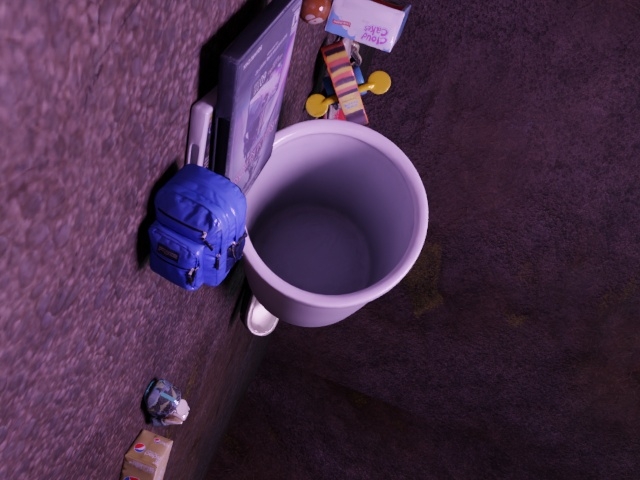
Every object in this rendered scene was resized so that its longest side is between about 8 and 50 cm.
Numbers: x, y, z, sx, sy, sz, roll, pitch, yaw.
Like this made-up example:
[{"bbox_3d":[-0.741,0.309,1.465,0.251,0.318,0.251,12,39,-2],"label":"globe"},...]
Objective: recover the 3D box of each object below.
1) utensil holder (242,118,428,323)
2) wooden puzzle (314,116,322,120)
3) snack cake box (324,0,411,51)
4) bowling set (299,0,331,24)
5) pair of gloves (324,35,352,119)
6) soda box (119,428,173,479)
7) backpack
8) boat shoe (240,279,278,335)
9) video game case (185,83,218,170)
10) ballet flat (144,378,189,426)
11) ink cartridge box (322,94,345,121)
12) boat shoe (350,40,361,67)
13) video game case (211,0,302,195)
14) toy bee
[{"bbox_3d":[0.000,0.000,1.047,0.385,0.328,0.327,108,4,-72],"label":"utensil holder"},{"bbox_3d":[-0.012,-0.340,1.574,0.078,0.014,0.116,109,4,-48],"label":"wooden puzzle"},{"bbox_3d":[0.117,-0.515,1.221,0.264,0.152,0.089,-65,176,-60],"label":"snack cake box"},{"bbox_3d":[0.063,-0.412,0.796,0.287,0.154,0.199,-64,175,-60],"label":"bowling set"},{"bbox_3d":[0.064,-0.467,1.455,0.204,0.042,0.240,-65,166,-48],"label":"pair of gloves"},{"bbox_3d":[-0.308,0.414,0.913,0.061,0.058,0.181,-65,176,-63],"label":"soda box"},{"bbox_3d":[-0.132,-0.012,0.576,0.101,0.098,0.120,-61,174,-46],"label":"backpack"},{"bbox_3d":[-0.136,0.088,1.453,0.113,0.127,0.339,-2,-108,60],"label":"boat shoe"},{"bbox_3d":[-0.123,-0.131,0.679,0.190,0.022,0.173,-65,176,-50],"label":"video game case"},{"bbox_3d":[-0.255,0.285,0.898,0.188,0.070,0.070,108,4,-64],"label":"ballet flat"},{"bbox_3d":[0.042,-0.354,1.648,0.231,0.078,0.134,104,-5,-76],"label":"ink cartridge box"},{"bbox_3d":[0.090,-0.554,1.609,0.049,0.056,0.152,-64,168,-3],"label":"boat shoe"},{"bbox_3d":[-0.087,-0.157,0.678,0.274,0.026,0.196,108,5,-49],"label":"video game case"},{"bbox_3d":[0.083,-0.338,1.281,0.298,0.195,0.162,11,57,-58],"label":"toy bee"}]
